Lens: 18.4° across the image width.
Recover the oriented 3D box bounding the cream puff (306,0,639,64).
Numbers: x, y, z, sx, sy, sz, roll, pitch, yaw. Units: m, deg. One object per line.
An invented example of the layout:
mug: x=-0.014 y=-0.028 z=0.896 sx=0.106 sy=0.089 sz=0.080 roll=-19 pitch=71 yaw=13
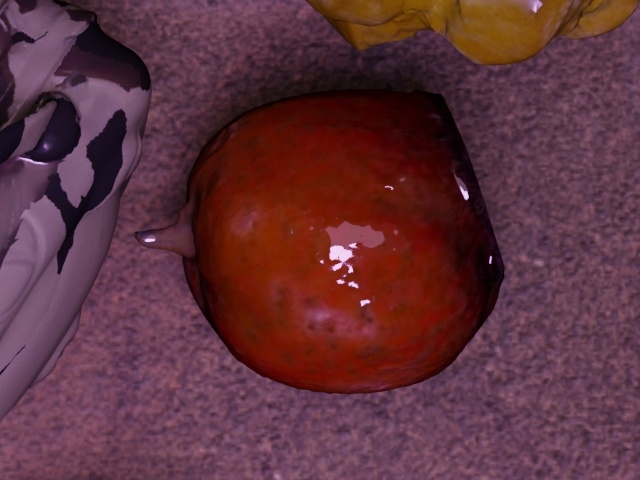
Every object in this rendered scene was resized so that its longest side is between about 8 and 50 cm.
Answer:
cream puff: x=0.110 y=-0.271 z=1.429 sx=0.274 sy=0.269 sz=0.323 roll=26 pitch=69 yaw=-39

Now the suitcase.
suitcase: x=-0.240 y=0.013 z=1.212 sx=0.194 sy=0.339 sz=0.352 roll=30 pitch=71 yaw=0

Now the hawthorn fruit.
hawthorn fruit: x=0.000 y=0.000 z=1.332 sx=0.249 sy=0.215 sz=0.215 roll=4 pitch=74 yaw=-11
